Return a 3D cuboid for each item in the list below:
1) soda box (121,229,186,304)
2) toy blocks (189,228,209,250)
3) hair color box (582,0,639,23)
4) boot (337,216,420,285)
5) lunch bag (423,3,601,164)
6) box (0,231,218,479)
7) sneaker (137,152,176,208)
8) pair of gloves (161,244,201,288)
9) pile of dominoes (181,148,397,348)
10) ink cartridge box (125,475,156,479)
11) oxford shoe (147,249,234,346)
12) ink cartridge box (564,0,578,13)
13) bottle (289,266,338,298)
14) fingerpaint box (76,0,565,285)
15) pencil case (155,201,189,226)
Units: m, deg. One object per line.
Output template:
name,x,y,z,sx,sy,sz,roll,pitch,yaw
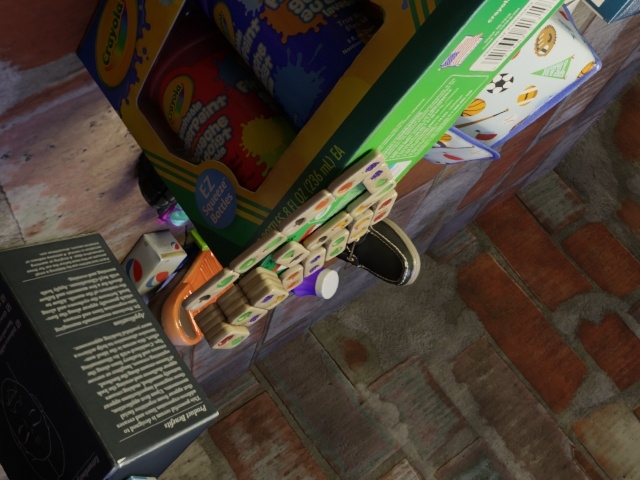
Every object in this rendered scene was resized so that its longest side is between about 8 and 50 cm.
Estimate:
soda box,-0.365,0.075,1.414,0.216,0.069,0.074,-47,162,29
toy blocks,-0.057,-0.143,1.327,0.382,0.190,0.260,-15,141,-37
hair color box,0.724,-0.624,1.626,0.347,0.173,0.105,-26,161,-36
boot,0.000,0.000,1.503,0.284,0.377,0.138,-15,135,-42
lunch bag,0.237,-0.297,1.250,0.328,0.238,0.385,17,137,-41
box,-0.411,0.236,1.164,0.212,0.395,0.293,-16,154,-52
sneaker,-0.191,-0.149,1.106,0.267,0.101,0.106,-46,165,29
pair of gloves,-0.304,0.061,1.595,0.198,0.023,0.159,-46,162,26
pile of dominoes,-0.013,0.023,0.724,0.251,0.040,0.196,-38,163,6
ink cartridge box,-0.328,0.445,1.053,0.191,0.082,0.139,-32,162,-10
oxford shoe,-0.280,0.106,1.447,0.133,0.129,0.363,-17,-164,18
ink cartridge box,0.433,-0.511,1.355,0.086,0.148,0.203,-34,164,-19
bottle,-0.094,0.067,1.617,0.118,0.283,0.092,-19,119,-55
fingerpaint box,-0.029,-0.230,0.723,0.163,0.371,0.445,-16,154,-51
pencil case,-0.236,-0.090,1.234,0.151,0.064,0.070,-51,175,39
